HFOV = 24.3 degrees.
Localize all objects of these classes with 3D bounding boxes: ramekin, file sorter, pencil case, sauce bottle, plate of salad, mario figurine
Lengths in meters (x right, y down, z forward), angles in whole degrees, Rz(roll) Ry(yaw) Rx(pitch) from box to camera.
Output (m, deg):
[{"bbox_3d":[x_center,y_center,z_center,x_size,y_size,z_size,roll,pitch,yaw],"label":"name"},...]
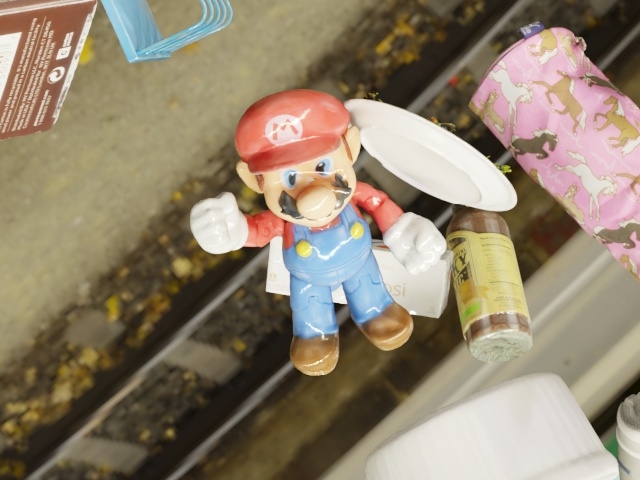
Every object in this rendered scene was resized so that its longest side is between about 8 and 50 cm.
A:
[{"bbox_3d":[0.184,0.257,1.672,0.277,0.135,0.277,-22,163,-7],"label":"ramekin"},{"bbox_3d":[-0.176,-0.277,1.675,0.104,0.118,0.170,-24,-175,10],"label":"file sorter"},{"bbox_3d":[0.372,-0.108,1.933,0.160,0.386,0.167,-21,156,-53],"label":"pencil case"},{"bbox_3d":[0.263,0.031,2.423,0.111,0.344,0.111,-5,144,-4],"label":"sauce bottle"},{"bbox_3d":[0.111,-0.092,1.483,0.048,0.200,0.200,-59,165,-11],"label":"plate of salad"},{"bbox_3d":[0.000,0.000,1.464,0.198,0.170,0.320,-44,133,-32],"label":"mario figurine"}]

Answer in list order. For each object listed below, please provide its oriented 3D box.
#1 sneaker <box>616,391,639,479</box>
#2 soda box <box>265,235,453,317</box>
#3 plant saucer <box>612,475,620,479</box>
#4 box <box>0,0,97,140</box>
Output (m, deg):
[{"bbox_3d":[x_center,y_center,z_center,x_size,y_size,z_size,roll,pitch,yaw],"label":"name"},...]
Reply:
[{"bbox_3d":[0.409,0.197,1.457,0.281,0.105,0.115,-2,121,-15],"label":"sneaker"},{"bbox_3d":[0.046,0.037,1.792,0.069,0.216,0.074,-36,133,-74],"label":"soda box"},{"bbox_3d":[0.340,0.446,2.148,0.317,0.043,0.318,-43,151,-30],"label":"plant saucer"},{"bbox_3d":[-0.351,-0.213,1.404,0.167,0.203,0.168,-20,148,-45],"label":"box"}]
